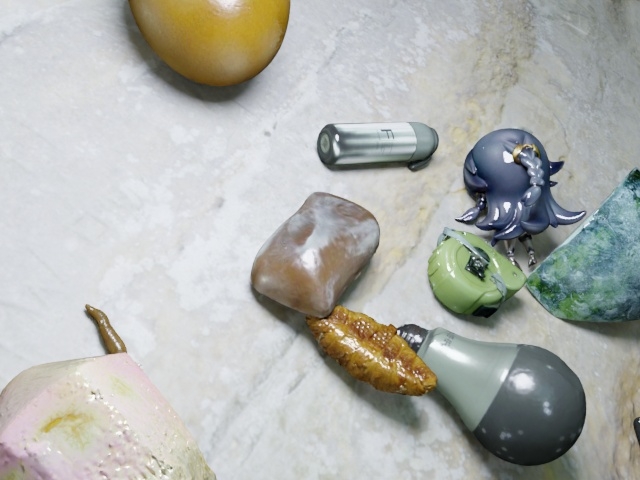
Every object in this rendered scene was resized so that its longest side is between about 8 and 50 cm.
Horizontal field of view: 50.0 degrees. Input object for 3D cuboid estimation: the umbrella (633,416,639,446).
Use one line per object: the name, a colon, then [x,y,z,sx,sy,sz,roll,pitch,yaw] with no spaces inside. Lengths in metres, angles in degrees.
umbrella: [0.586,0.378,1.211,0.036,0.031,0.133,9,55,-20]

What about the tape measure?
tape measure: [0.269,0.060,1.232,0.177,0.087,0.154,39,50,5]

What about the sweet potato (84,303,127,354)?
sweet potato: [-0.288,0.131,0.937,0.026,0.026,0.115,-19,65,-35]

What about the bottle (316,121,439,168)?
bottle: [0.116,-0.182,1.331,0.254,0.079,0.096,-8,100,-31]

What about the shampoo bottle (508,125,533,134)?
shampoo bottle: [0.423,-0.214,1.468,0.045,0.152,0.077,-45,75,4]

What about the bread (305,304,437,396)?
bread: [0.070,0.169,1.056,0.233,0.076,0.105,34,39,13]

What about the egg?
egg: [-0.194,-0.438,1.210,0.283,0.282,0.351,-8,63,-31]

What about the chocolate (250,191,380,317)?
chocolate: [-0.001,-0.002,1.104,0.157,0.080,0.254,22,43,17]

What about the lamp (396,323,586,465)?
lamp: [0.268,0.214,1.089,0.182,0.182,0.314,-26,54,-38]

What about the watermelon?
watermelon: [0.578,0.034,1.348,0.290,0.213,0.319,31,94,-10]

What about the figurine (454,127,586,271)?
figurine: [0.384,-0.096,1.351,0.175,0.197,0.265,2,47,-41]

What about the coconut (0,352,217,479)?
coconut: [-0.251,0.239,0.752,0.245,0.233,0.233,46,50,4]
